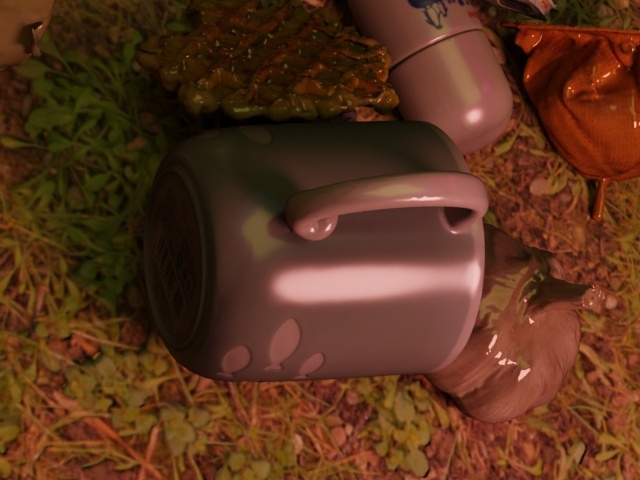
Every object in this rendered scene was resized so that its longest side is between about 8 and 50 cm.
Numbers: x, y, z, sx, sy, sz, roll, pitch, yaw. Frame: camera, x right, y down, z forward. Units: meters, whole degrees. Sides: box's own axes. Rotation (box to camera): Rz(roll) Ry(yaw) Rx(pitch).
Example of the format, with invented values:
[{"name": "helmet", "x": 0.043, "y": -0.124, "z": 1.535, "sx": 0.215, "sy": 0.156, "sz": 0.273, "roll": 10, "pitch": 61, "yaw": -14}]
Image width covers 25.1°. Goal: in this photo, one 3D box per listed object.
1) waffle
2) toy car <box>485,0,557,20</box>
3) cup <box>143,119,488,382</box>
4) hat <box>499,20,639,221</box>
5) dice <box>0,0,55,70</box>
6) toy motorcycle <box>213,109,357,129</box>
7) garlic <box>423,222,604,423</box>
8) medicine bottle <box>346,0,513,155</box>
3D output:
[{"name": "waffle", "x": -0.060, "y": -0.194, "z": 1.517, "sx": 0.291, "sy": 0.051, "sz": 0.291, "roll": 6, "pitch": 31, "yaw": -4}, {"name": "toy car", "x": 0.192, "y": -0.318, "z": 1.694, "sx": 0.205, "sy": 0.095, "sz": 0.056, "roll": 33, "pitch": 92, "yaw": 32}, {"name": "cup", "x": 0.000, "y": 0.000, "z": 1.373, "sx": 0.274, "sy": 0.357, "sz": 0.259, "roll": -3, "pitch": 77, "yaw": -24}, {"name": "hat", "x": 0.331, "y": -0.137, "z": 1.714, "sx": 0.244, "sy": 0.233, "sz": 0.233, "roll": 2, "pitch": 98, "yaw": -12}, {"name": "dice", "x": -0.384, "y": -0.300, "z": 1.361, "sx": 0.250, "sy": 0.252, "sz": 0.254, "roll": 6, "pitch": 72, "yaw": -22}, {"name": "toy motorcycle", "x": -0.027, "y": -0.138, "z": 1.577, "sx": 0.193, "sy": 0.061, "sz": 0.124, "roll": 17, "pitch": 68, "yaw": -23}, {"name": "garlic", "x": 0.209, "y": 0.073, "z": 1.526, "sx": 0.219, "sy": 0.212, "sz": 0.218, "roll": 12, "pitch": 67, "yaw": -29}, {"name": "medicine bottle", "x": 0.108, "y": -0.256, "z": 1.643, "sx": 0.130, "sy": 0.130, "sz": 0.341, "roll": -20, "pitch": 82, "yaw": -29}]
